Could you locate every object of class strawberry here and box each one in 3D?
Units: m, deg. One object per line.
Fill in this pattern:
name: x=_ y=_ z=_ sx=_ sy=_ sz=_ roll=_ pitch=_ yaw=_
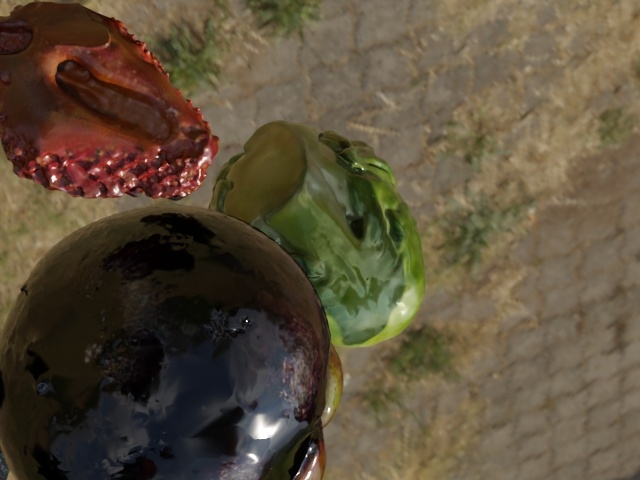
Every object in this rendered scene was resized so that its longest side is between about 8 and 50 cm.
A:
strawberry: x=-0.125 y=-0.076 z=0.693 sx=0.048 sy=0.152 sz=0.104 roll=73 pitch=40 yaw=-69

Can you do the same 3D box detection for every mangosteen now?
mangosteen: x=-0.076 y=0.090 z=0.794 sx=0.211 sy=0.211 sz=0.250 roll=-46 pitch=145 yaw=13

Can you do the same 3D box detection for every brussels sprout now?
brussels sprout: x=0.000 y=0.000 z=1.117 sx=0.161 sy=0.223 sz=0.223 roll=-35 pitch=139 yaw=25

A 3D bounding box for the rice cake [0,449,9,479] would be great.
rice cake: x=-0.336 y=0.158 z=0.996 sx=0.208 sy=0.033 sz=0.033 roll=7 pitch=151 yaw=3
